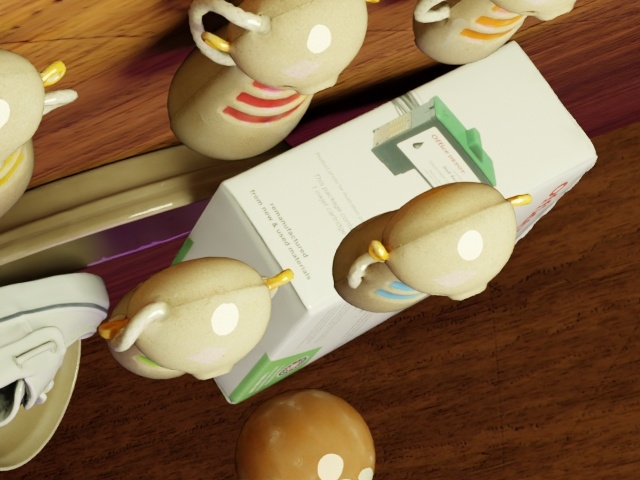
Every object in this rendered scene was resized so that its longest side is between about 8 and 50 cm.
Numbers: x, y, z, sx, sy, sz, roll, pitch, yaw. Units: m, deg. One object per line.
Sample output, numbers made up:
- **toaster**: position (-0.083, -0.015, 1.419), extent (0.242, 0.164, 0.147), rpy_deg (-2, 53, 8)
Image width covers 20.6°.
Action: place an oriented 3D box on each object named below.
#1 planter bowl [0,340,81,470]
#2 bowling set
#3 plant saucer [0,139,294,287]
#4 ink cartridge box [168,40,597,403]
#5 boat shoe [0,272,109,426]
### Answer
- **planter bowl**: position (-0.281, 0.094, 1.408), extent (0.109, 0.162, 0.162), rpy_deg (10, -170, 24)
- **bowling set**: position (0.000, 0.000, 0.634), extent (0.287, 0.200, 0.154), rpy_deg (-21, 178, -16)
- **plant saucer**: position (-0.132, -0.015, 1.112), extent (0.278, 0.041, 0.278), rpy_deg (-17, 178, -1)
- **ink cartridge box**: position (0.032, -0.010, 1.045), extent (0.219, 0.092, 0.160), rpy_deg (-28, 168, -29)
- **boat shoe**: position (-0.215, 0.078, 1.126), extent (0.095, 0.084, 0.258), rpy_deg (-20, 177, 29)
